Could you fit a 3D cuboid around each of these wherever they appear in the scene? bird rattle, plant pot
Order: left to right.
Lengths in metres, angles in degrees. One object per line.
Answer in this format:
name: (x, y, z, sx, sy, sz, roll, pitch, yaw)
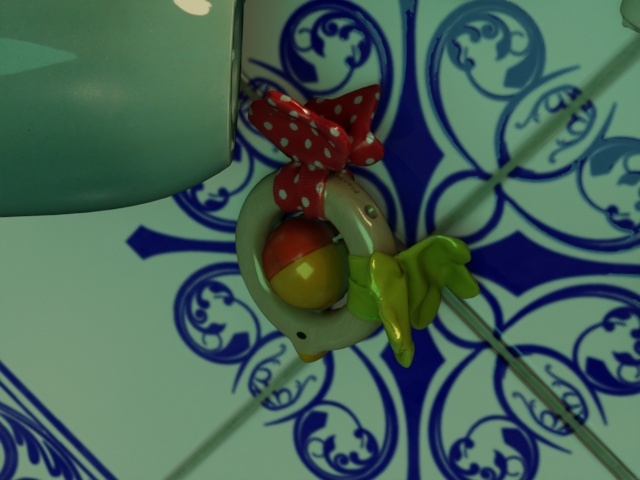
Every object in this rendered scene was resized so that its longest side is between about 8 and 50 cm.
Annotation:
plant pot: (-0.181, -0.154, 1.186, 0.235, 0.293, 0.293, 4, 108, 0)
bird rattle: (0.000, 0.000, 1.261, 0.253, 0.143, 0.207, 51, 129, 0)

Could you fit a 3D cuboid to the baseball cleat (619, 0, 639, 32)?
baseball cleat: (0.322, -0.156, 1.119, 0.206, 0.072, 0.109, 36, 115, 21)
